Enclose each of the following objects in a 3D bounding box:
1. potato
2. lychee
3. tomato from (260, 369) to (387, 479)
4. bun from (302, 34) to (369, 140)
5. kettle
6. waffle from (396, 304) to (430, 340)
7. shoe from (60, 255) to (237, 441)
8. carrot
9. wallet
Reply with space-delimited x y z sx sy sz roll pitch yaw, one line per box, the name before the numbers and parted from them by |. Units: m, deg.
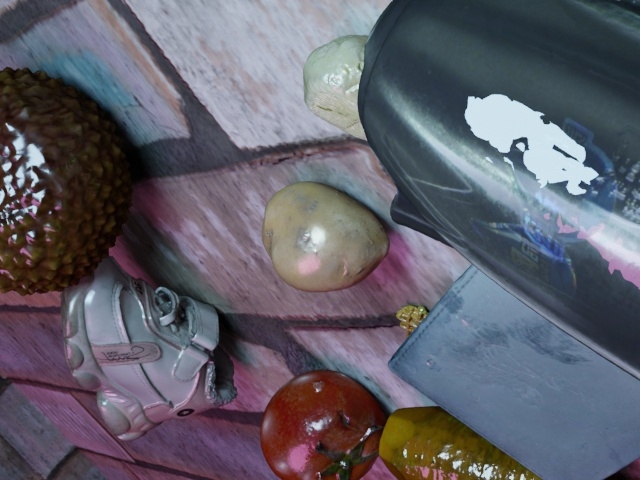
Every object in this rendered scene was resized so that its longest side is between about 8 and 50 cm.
potato | -0.001 0.000 1.116 0.147 0.112 0.112 20 147 45
lychee | -0.344 -0.066 1.298 0.268 0.267 0.267 29 151 19
tomato | 0.001 0.252 1.446 0.167 0.167 0.167 29 151 19
bun | 0.038 -0.130 0.913 0.115 0.069 0.115 25 169 5
kettle | 0.179 -0.095 0.675 0.324 0.228 0.320 32 126 22
waffle | 0.118 0.104 1.217 0.078 0.016 0.085 1 134 44
shoe | -0.239 0.128 1.519 0.351 0.198 0.171 76 179 -52
carrot | 0.211 0.270 1.254 0.302 0.114 0.114 13 142 34
wallet | 0.218 0.122 1.049 0.251 0.054 0.290 38 144 3
